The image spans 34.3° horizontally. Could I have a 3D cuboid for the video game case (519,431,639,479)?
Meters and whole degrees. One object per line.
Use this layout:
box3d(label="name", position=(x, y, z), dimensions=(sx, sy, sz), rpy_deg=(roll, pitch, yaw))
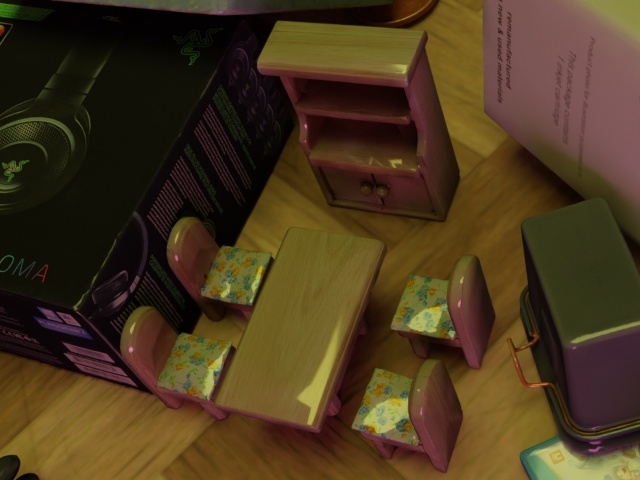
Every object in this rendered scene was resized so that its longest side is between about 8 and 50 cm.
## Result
box3d(label="video game case", position=(0.217, 0.142, 0.604), dimensions=(0.166, 0.015, 0.119), rpy_deg=(-25, 52, 2))

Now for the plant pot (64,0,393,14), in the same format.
box3d(label="plant pot", position=(-0.096, -0.315, 0.808), dimensions=(0.247, 0.252, 0.248), rpy_deg=(13, 20, 30))

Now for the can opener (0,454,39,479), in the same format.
box3d(label="can opener", position=(-0.257, 0.223, 0.687), dimensions=(0.073, 0.059, 0.186), rpy_deg=(23, 67, 31))

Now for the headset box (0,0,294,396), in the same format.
box3d(label="headset box", position=(-0.187, -0.055, 0.811), dimensions=(0.246, 0.131, 0.283), rpy_deg=(12, 61, 26))

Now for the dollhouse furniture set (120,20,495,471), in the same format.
box3d(label="dollhouse furniture set", position=(0.000, 0.000, 0.686), dimensions=(0.212, 0.161, 0.242), rpy_deg=(9, 60, 24))

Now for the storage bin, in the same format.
box3d(label="storage bin", position=(0.161, 0.045, 0.632), dimensions=(0.098, 0.091, 0.135), rpy_deg=(-17, 43, 8))

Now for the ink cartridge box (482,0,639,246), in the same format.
box3d(label="ink cartridge box", position=(0.327, -0.090, 0.610), dimensions=(0.285, 0.166, 0.395), rpy_deg=(-30, 52, -14))

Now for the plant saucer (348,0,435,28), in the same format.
box3d(label="plant saucer", position=(0.064, -0.216, 0.908), dimensions=(0.083, 0.013, 0.083), rpy_deg=(-10, 54, 14))
